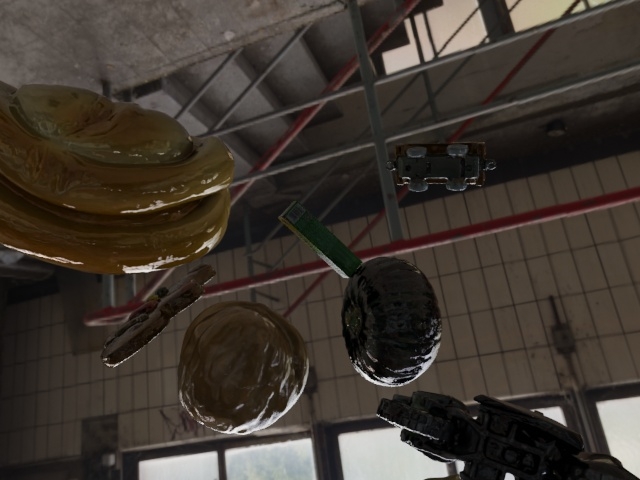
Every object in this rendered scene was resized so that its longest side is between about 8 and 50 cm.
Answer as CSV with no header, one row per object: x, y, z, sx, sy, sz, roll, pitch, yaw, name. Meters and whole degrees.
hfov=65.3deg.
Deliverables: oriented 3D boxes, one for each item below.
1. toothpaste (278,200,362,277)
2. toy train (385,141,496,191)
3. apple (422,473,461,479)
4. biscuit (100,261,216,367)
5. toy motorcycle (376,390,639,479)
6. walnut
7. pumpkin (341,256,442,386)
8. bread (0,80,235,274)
0.000,0.000,0.950,0.178,0.043,0.037,43,163,-13,toothpaste
0.248,-0.160,1.031,0.220,0.089,0.127,2,-158,20,toy train
0.328,0.751,1.078,0.474,0.473,0.473,-7,162,-2,apple
-0.394,0.164,1.184,0.283,0.064,0.432,-33,-171,11,biscuit
0.197,0.225,0.541,0.271,0.106,0.159,15,167,18,toy motorcycle
-0.167,0.262,1.062,0.285,0.285,0.296,-10,178,7,walnut
0.103,0.125,0.781,0.140,0.201,0.202,0,160,-20,pumpkin
-0.353,-0.121,0.828,0.424,0.329,0.245,14,115,-12,bread
